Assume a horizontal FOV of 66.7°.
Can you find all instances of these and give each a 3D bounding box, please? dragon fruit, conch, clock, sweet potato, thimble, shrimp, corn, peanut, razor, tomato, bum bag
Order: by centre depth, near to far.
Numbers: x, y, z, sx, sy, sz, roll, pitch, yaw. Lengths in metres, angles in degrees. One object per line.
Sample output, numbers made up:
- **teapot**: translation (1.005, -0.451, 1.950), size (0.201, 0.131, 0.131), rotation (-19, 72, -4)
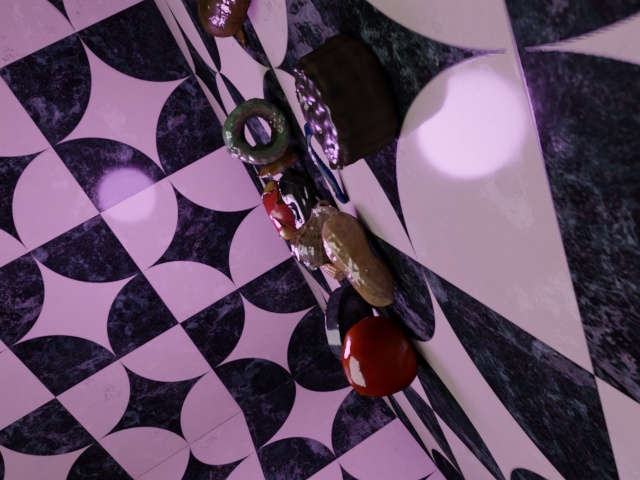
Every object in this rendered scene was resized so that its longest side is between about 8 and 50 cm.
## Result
- **sweet potato**: translation (-0.221, -0.595, 1.187), size (0.130, 0.131, 0.423), rotation (62, 161, -16)
- **razor**: translation (0.010, -0.214, 1.346), size (0.093, 0.056, 0.324), rotation (57, 174, 47)
- **peanut**: translation (0.114, 0.060, 1.442), size (0.313, 0.149, 0.149), rotation (52, 170, 4)
- **thimble**: translation (-0.213, -0.351, 1.594), size (0.218, 0.219, 0.150), rotation (62, 169, -16)
- **conch**: translation (-0.012, 0.010, 1.679), size (0.210, 0.159, 0.291), rotation (38, 147, 28)
- **tomato**: translation (0.218, 0.415, 1.710), size (0.227, 0.298, 0.298), rotation (-7, 120, 39)
- **shrimp**: translation (-0.162, -0.277, 1.746), size (0.062, 0.164, 0.317), rotation (63, 177, -19)
- **bum bag**: translation (-0.051, -0.123, 1.795), size (0.079, 0.142, 0.326), rotation (-68, -41, -61)
- **clock**: translation (0.121, 0.322, 1.870), size (0.313, 0.062, 0.312), rotation (26, -122, -53)
- **dragon fruit**: translation (-0.129, -0.123, 1.969), size (0.290, 0.189, 0.290), rotation (56, 170, 15)
- **corn**: translation (0.013, 0.064, 2.102), size (0.310, 0.102, 0.101), rotation (50, 168, 51)

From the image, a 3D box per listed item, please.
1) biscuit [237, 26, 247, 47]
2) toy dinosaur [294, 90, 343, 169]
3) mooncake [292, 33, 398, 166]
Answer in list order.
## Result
- **biscuit**: translation (-0.243, -0.635, 1.477), size (0.082, 0.016, 0.092), rotation (63, 170, 4)
- **toy dinosaur**: translation (0.009, -0.265, 1.191), size (0.247, 0.075, 0.188), rotation (57, -177, -21)
- **mooncake**: translation (0.034, -0.252, 0.897), size (0.228, 0.124, 0.228), rotation (58, 172, 13)
